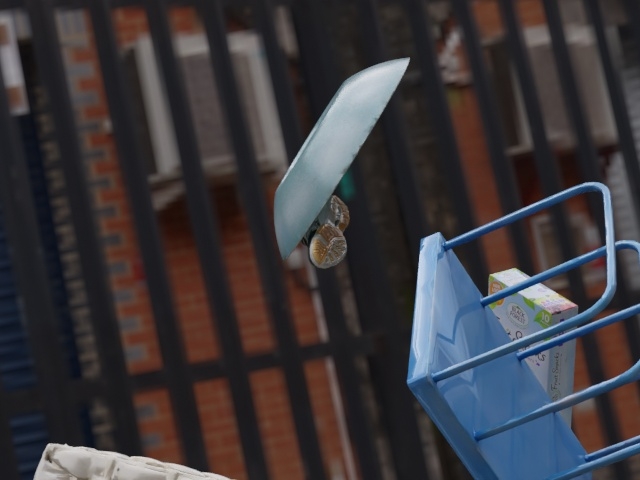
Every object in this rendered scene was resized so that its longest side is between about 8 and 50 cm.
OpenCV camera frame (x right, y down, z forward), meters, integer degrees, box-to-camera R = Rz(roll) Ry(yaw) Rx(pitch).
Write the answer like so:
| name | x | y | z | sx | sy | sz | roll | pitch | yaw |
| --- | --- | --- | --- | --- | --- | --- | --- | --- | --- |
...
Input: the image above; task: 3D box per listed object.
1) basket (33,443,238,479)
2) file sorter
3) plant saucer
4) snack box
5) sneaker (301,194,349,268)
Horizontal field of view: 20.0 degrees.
| name | x | y | z | sx | sy | sz | roll | pitch | yaw |
| --- | --- | --- | --- | --- | --- | --- | --- | --- | --- |
| basket | -0.070 | 0.173 | 0.928 | 0.167 | 0.113 | 0.103 | 10 | -12 | 17 |
| file sorter | 0.131 | 0.074 | 0.885 | 0.104 | 0.170 | 0.118 | -25 | 28 | 21 |
| plant saucer | 0.007 | -0.074 | 1.473 | 0.037 | 0.195 | 0.195 | 31 | -11 | -4 |
| snack box | 0.203 | 0.111 | 1.764 | 0.037 | 0.141 | 0.100 | -15 | 29 | -30 |
| sneaker | 0.000 | 0.000 | 1.439 | 0.037 | 0.032 | 0.083 | -31 | 22 | 28 |
